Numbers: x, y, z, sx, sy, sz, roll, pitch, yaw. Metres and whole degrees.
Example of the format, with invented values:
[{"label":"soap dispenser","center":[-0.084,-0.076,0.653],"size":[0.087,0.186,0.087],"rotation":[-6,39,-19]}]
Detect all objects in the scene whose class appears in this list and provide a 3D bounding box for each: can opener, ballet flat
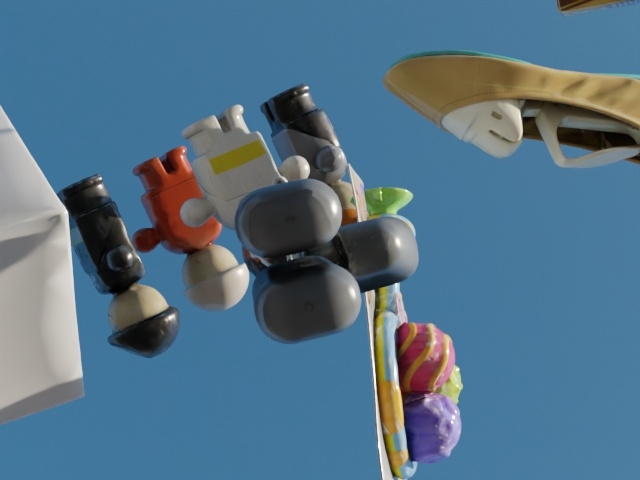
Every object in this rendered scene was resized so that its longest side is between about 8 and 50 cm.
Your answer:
[{"label":"can opener","center":[0.000,0.000,0.781],"size":[0.093,0.280,0.074],"rotation":[-14,-89,2]},{"label":"ballet flat","center":[0.160,-0.093,1.186],"size":[0.232,0.080,0.073],"rotation":[3,-112,-15]}]

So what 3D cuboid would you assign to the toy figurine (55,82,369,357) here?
[{"label":"toy figurine","center":[-0.079,-0.015,1.271],"size":[0.210,0.213,0.148],"rotation":[-24,-88,24]}]

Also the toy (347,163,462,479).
[{"label":"toy","center":[0.061,0.077,1.043],"size":[0.056,0.137,0.237],"rotation":[-11,-108,8]}]

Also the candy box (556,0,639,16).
[{"label":"candy box","center":[0.228,-0.205,0.964],"size":[0.187,0.053,0.109],"rotation":[-10,-88,14]}]

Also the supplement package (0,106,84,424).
[{"label":"supplement package","center":[-0.267,0.009,0.947],"size":[0.194,0.203,0.149],"rotation":[-17,-47,-21]}]
